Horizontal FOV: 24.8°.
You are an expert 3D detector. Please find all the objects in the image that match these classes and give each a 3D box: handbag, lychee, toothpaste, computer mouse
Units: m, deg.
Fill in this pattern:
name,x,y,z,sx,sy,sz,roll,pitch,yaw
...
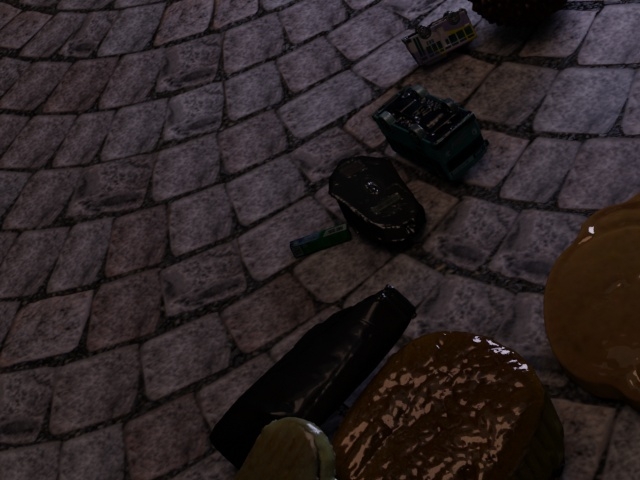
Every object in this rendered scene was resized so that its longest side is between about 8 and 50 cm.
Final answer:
name,x,y,z,sx,sy,sz,roll,pitch,yaw
handbag,-0.015,0.155,1.664,0.223,0.080,0.247,-51,8,-24
lychee,0.291,-0.393,2.104,0.188,0.188,0.188,-16,40,14
toothpaste,0.000,0.000,1.960,0.083,0.020,0.017,-19,35,12
computer mouse,0.075,-0.047,1.942,0.099,0.057,0.172,-29,52,-17

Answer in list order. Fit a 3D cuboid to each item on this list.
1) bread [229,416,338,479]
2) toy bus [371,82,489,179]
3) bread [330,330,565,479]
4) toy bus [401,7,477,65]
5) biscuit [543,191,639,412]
name,x,y,z,sx,sy,sz,roll,pitch,yaw
bread,-0.040,0.333,1.496,0.207,0.056,0.287,49,120,33
toy bus,0.152,-0.145,1.974,0.079,0.092,0.160,-41,34,-12
bread,0.127,0.224,1.544,0.227,0.142,0.253,26,60,37
toy bus,0.176,-0.300,2.155,0.102,0.058,0.052,-27,11,2
biscuit,0.416,0.042,1.640,0.351,0.057,0.312,-26,40,4
